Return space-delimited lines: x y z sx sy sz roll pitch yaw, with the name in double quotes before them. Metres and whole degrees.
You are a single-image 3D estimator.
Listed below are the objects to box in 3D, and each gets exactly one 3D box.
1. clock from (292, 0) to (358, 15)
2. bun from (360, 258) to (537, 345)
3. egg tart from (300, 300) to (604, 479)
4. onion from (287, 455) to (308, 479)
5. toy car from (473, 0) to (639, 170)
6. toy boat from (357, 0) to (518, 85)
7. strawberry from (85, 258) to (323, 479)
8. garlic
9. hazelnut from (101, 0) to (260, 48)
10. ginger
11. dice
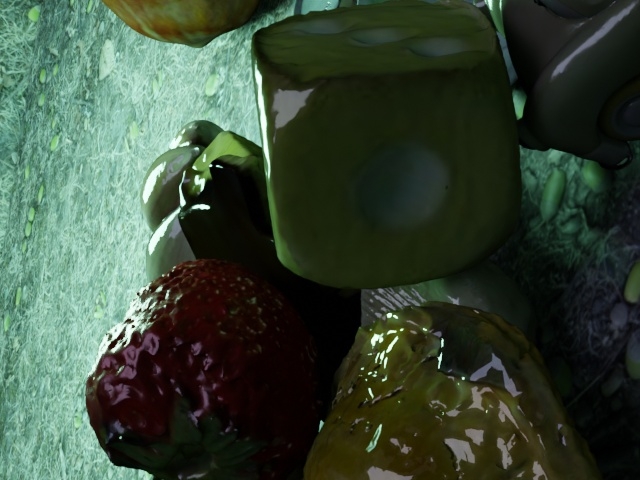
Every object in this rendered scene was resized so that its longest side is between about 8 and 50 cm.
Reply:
"clock" 0.017 -0.347 1.925 0.229 0.063 0.155 29 105 61
"bun" 0.143 0.101 1.416 0.231 0.133 0.231 23 119 48
"egg tart" 0.097 0.275 1.259 0.443 0.178 0.443 29 126 52
"onion" -0.047 0.290 1.669 0.314 0.146 0.280 86 -169 -68
"toy car" 0.260 -0.259 1.252 0.336 0.226 0.242 -51 37 40
"toy boat" 0.140 -0.250 1.558 0.100 0.200 0.290 82 -172 -66
"strawberry" -0.115 0.134 1.457 0.257 0.257 0.276 -51 24 40
"garlic" -0.172 -0.016 1.922 0.325 0.132 0.279 49 -145 -68
"hazelnut" -0.231 -0.499 2.190 0.366 0.366 0.365 -34 49 53
"ginger" 0.000 0.000 1.625 0.413 0.211 0.358 53 161 10
"dice" 0.060 -0.102 1.337 0.233 0.238 0.226 -100 3 -62
